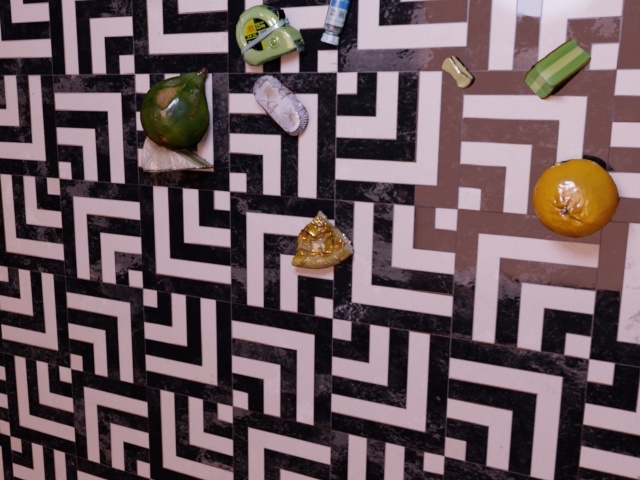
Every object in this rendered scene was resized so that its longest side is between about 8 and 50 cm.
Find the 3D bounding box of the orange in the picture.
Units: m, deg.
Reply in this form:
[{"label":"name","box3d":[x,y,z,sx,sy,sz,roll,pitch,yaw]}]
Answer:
[{"label":"orange","box3d":[0.558,-0.093,1.495,0.178,0.155,0.177,1,95,14]}]

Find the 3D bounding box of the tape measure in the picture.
[{"label":"tape measure","box3d":[-0.146,-0.538,1.784,0.178,0.087,0.154,-15,105,29]}]

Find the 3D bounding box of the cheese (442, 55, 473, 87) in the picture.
[{"label":"cheese","box3d":[0.323,-0.398,1.616,0.083,0.030,0.044,51,137,4]}]

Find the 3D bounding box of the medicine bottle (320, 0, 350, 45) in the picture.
[{"label":"medicine bottle","box3d":[0.046,-0.589,1.703,0.051,0.051,0.191,23,110,21]}]

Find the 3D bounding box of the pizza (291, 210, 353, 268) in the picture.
[{"label":"pizza","box3d":[0.000,0.000,1.833,0.182,0.062,0.161,2,99,27]}]

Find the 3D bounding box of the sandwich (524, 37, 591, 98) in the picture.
[{"label":"sandwich","box3d":[0.532,-0.386,1.529,0.116,0.074,0.074,-37,81,-6]}]

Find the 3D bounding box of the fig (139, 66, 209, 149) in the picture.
[{"label":"fig","box3d":[-0.388,-0.375,1.905,0.195,0.195,0.244,27,73,19]}]

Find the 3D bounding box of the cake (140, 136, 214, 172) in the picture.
[{"label":"cake","box3d":[-0.429,-0.219,1.984,0.220,0.086,0.116,33,112,17]}]

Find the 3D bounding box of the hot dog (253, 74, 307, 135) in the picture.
[{"label":"hot dog","box3d":[-0.110,-0.365,1.822,0.192,0.053,0.099,45,114,15]}]
